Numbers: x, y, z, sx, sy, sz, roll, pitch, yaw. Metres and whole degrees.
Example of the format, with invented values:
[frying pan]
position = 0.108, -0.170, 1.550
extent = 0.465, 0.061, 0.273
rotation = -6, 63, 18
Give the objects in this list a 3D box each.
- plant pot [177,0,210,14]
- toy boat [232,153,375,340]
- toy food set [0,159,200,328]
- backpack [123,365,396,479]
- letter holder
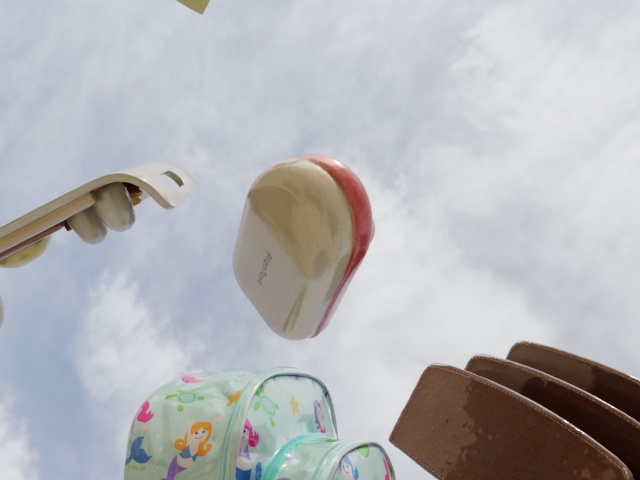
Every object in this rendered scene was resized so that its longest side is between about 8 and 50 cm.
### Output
[plant pot]
position = -0.233, -0.533, 1.050
extent = 0.212, 0.187, 0.212
rotation = 150, -49, -61
[toy boat]
position = 0.000, 0.000, 0.747
extent = 0.151, 0.151, 0.231
rotation = 51, -35, 22
[toy food set]
position = -0.283, 0.009, 0.716
extent = 0.306, 0.219, 0.092
rotation = -26, -79, 2
[backpack]
position = -0.045, 0.224, 0.509
extent = 0.191, 0.225, 0.253
rotation = -13, -107, 22
[letter holder]
position = 0.262, 0.224, 0.763
extent = 0.302, 0.152, 0.214
rotation = 22, -96, 58
